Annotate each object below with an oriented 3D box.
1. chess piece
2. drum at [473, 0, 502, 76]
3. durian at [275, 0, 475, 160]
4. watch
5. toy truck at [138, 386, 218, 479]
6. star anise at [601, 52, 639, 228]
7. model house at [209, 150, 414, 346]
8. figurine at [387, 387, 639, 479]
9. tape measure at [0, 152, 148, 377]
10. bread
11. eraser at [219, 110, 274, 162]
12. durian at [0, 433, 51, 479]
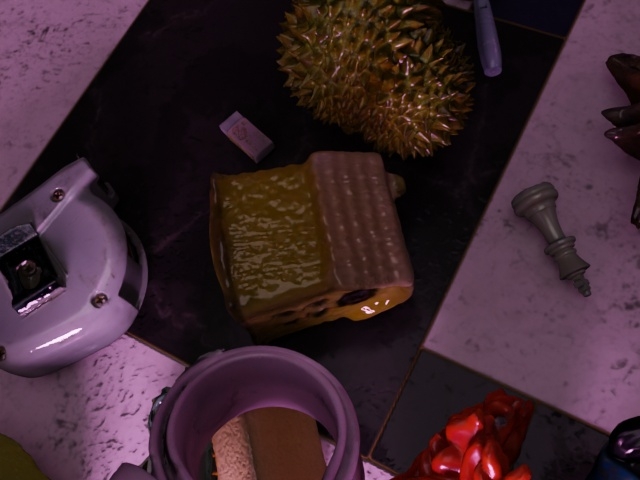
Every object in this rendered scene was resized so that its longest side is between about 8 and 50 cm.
[{"bbox_3d":[0.295,0.003,0.850,0.059,0.059,0.149,-23,73,0],"label":"chess piece"},{"bbox_3d":[0.217,-0.357,1.011,0.130,0.049,0.253,9,69,13],"label":"drum"},{"bbox_3d":[0.065,-0.239,0.876,0.225,0.291,0.291,-20,65,19],"label":"durian"},{"bbox_3d":[-0.047,0.213,0.601,0.248,0.210,0.217,26,57,28],"label":"watch"},{"bbox_3d":[-0.161,0.300,0.754,0.135,0.128,0.259,-30,47,34],"label":"toy truck"},{"bbox_3d":[0.477,-0.121,0.840,0.292,0.109,0.349,-30,55,4],"label":"star anise"},{"bbox_3d":[0.000,0.000,0.832,0.234,0.174,0.193,-15,65,7],"label":"model house"},{"bbox_3d":[0.230,0.284,0.636,0.412,0.306,0.241,-1,38,-4],"label":"figurine"},{"bbox_3d":[-0.354,0.037,0.906,0.243,0.125,0.246,-38,66,-6],"label":"tape measure"},{"bbox_3d":[-0.060,0.219,0.773,0.068,0.125,0.188,-34,57,30],"label":"bread"},{"bbox_3d":[-0.108,-0.152,0.998,0.038,0.019,0.083,-44,68,-8],"label":"eraser"},{"bbox_3d":[-0.426,0.328,0.772,0.340,0.204,0.255,-1,81,0],"label":"durian"}]
